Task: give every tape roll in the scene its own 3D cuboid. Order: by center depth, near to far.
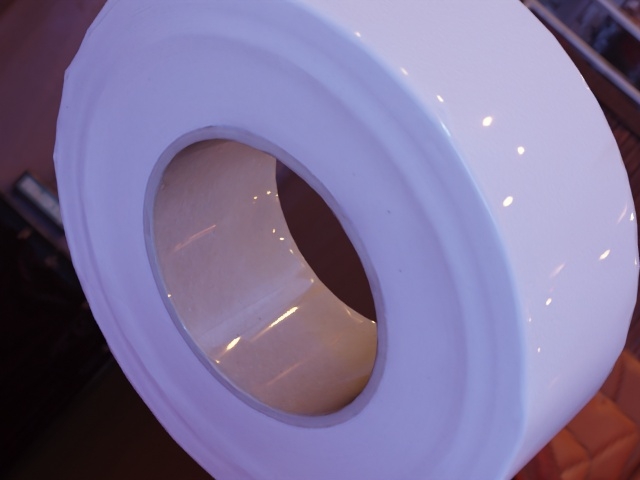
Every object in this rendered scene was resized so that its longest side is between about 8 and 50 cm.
[{"bbox_3d":[0.000,0.000,0.545,0.286,0.100,0.286,23,-53,34],"label":"tape roll"}]
